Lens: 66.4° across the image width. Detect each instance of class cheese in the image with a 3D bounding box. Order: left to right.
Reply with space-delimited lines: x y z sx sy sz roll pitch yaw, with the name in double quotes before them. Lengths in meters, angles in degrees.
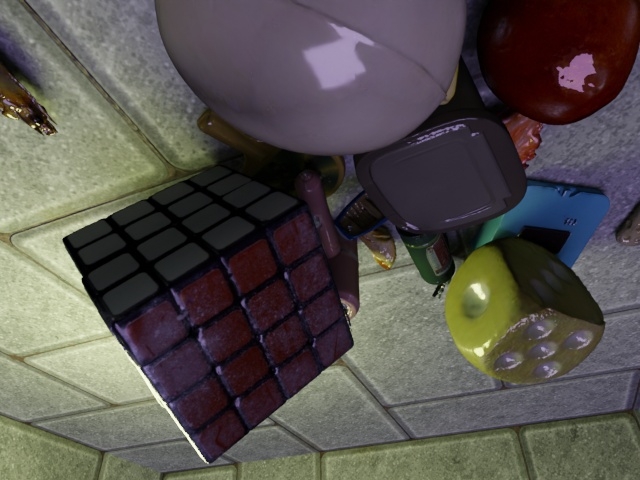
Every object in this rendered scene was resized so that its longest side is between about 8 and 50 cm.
"cheese" 0.740 -0.056 1.103 0.065 0.043 0.193 2 142 -6

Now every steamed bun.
"steamed bun" -0.015 -0.260 0.581 0.334 0.374 0.333 -35 144 -31

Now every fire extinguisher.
"fire extinguisher" 0.267 0.037 1.167 0.093 0.118 0.294 17 155 38

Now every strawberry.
"strawberry" 0.325 -0.184 0.902 0.147 0.082 0.187 15 133 -28

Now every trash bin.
"trash bin" 0.172 -0.171 0.774 0.220 0.250 0.220 -20 138 23

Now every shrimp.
"shrimp" -0.567 -0.262 0.786 0.152 0.062 0.287 -17 136 22

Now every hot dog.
"hot dog" 0.140 0.005 1.143 0.078 0.061 0.169 24 161 44

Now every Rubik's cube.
"Rubik's cube" -0.195 0.104 0.883 0.344 0.337 0.344 -32 124 -25

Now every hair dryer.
"hair dryer" 0.000 0.000 1.020 0.126 0.210 0.352 -7 139 10

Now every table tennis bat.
"table tennis bat" -0.092 -0.161 0.950 0.321 0.050 0.199 27 136 -37

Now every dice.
"dice" 0.429 0.152 1.060 0.233 0.238 0.226 17 125 -17

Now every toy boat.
"toy boat" 0.127 -0.081 0.976 0.229 0.080 0.046 -41 161 -14

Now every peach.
"peach" 0.324 -0.266 0.678 0.200 0.243 0.243 -11 141 21

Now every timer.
"timer" 0.497 -0.032 1.124 0.232 0.091 0.249 8 130 -10
